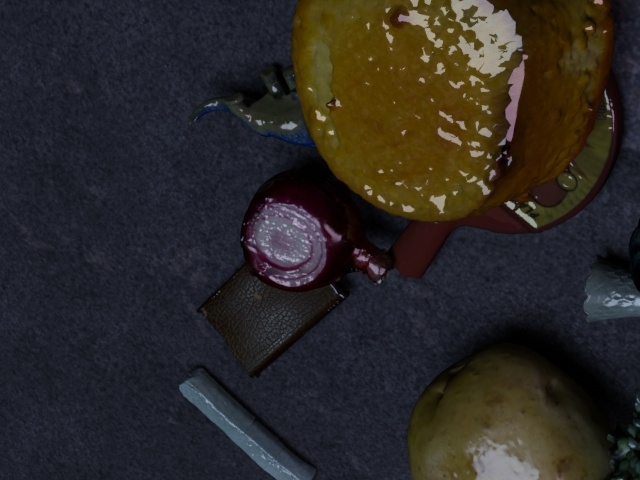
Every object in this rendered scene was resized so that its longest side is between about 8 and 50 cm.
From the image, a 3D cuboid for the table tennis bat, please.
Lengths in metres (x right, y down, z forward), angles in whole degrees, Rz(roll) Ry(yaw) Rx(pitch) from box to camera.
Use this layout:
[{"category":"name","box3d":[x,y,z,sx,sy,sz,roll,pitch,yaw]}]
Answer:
[{"category":"table tennis bat","box3d":[0.191,-0.103,1.783,0.268,0.051,0.414,39,131,7]}]

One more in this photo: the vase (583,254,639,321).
[{"category":"vase","box3d":[0.386,0.065,1.751,0.149,0.081,0.081,7,124,26]}]

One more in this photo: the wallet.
[{"category":"wallet","box3d":[-0.067,0.084,2.091,0.133,0.039,0.243,49,134,4]}]

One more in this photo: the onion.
[{"category":"onion","box3d":[0.004,-0.010,1.923,0.198,0.135,0.173,19,132,4]}]

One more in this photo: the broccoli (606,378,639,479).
[{"category":"broccoli","box3d":[0.494,0.244,1.702,0.281,0.348,0.293,46,178,-14]}]

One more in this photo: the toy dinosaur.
[{"category":"toy dinosaur","box3d":[-0.033,-0.126,1.906,0.248,0.075,0.188,-7,126,31]}]

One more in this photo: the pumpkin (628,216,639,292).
[{"category":"pumpkin","box3d":[0.427,0.019,1.616,0.194,0.150,0.194,1,95,7]}]

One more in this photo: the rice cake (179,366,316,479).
[{"category":"rice cake","box3d":[-0.109,0.282,2.250,0.245,0.045,0.042,43,135,1]}]

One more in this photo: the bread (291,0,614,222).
[{"category":"bread","box3d":[0.130,-0.197,1.609,0.337,0.204,0.358,15,121,20]}]

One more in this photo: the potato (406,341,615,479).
[{"category":"potato","box3d":[0.225,0.245,1.898,0.285,0.242,0.242,-25,105,49]}]
